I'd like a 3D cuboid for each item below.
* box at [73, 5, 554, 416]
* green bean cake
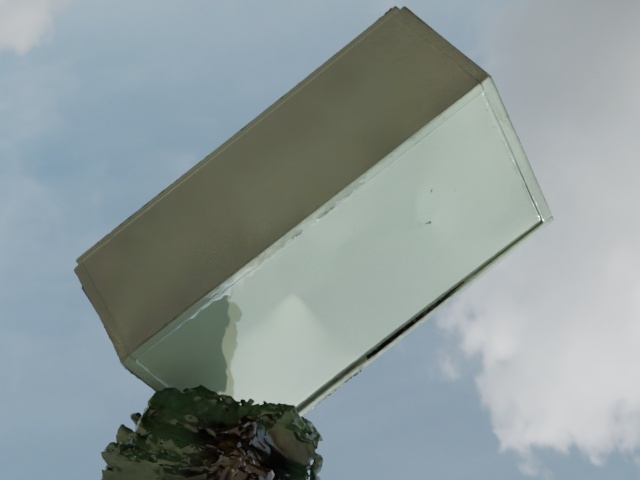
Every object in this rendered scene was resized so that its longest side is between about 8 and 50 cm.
[{"bbox_3d":[0.000,0.000,0.558,0.225,0.129,0.086,-38,-132,-1],"label":"box"},{"bbox_3d":[-0.058,0.138,0.432,0.107,0.193,0.208,21,-137,2],"label":"green bean cake"}]
